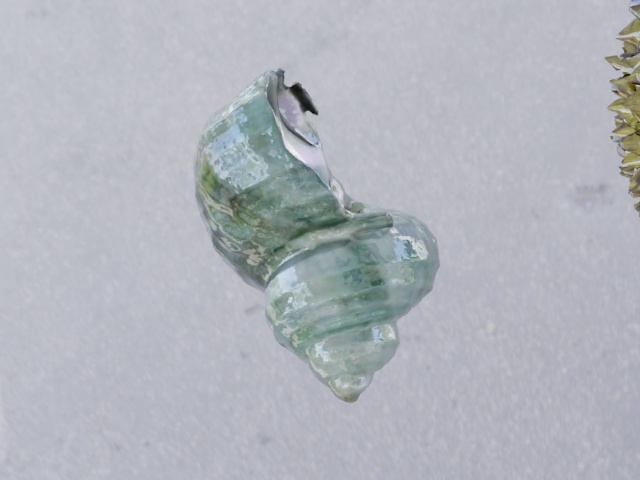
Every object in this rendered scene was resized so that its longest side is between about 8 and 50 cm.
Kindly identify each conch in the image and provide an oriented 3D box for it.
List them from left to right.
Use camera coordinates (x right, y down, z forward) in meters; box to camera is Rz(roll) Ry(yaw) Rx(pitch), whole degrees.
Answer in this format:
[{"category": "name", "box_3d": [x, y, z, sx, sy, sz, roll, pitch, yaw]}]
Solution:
[{"category": "conch", "box_3d": [0.000, 0.000, 1.104, 0.195, 0.220, 0.277, -9, 81, -3]}]

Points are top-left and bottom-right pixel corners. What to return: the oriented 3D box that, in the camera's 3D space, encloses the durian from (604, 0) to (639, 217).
[{"category": "durian", "box_3d": [0.283, -0.068, 0.745, 0.258, 0.258, 0.293, -15, 82, 3]}]
